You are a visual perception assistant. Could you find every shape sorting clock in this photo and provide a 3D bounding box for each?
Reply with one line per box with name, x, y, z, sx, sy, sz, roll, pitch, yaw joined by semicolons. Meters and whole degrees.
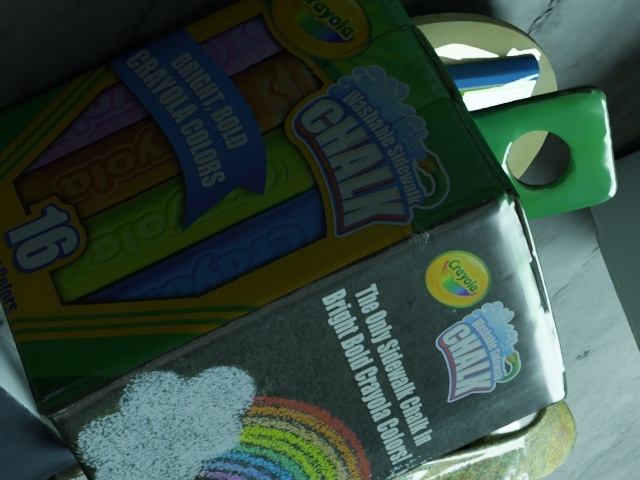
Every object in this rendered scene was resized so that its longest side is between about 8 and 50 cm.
shape sorting clock;0.033;-0.049;1.088;0.206;0.040;0.206;-18;142;-15

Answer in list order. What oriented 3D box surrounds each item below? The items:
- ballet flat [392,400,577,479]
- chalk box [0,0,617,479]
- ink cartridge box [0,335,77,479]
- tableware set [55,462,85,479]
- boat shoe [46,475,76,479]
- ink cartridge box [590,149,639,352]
ballet flat;0.063;0.120;1.359;0.348;0.123;0.123;-8;147;-38
chalk box;0.000;0.000;0.945;0.289;0.179;0.180;-25;142;-4
ink cartridge box;-0.252;0.083;1.013;0.165;0.065;0.333;-29;154;1
tableware set;-0.086;0.104;1.167;0.141;0.020;0.168;-30;-170;-19
boat shoe;-0.177;0.161;1.202;0.049;0.043;0.137;11;-174;9
ink cartridge box;0.318;0.009;1.303;0.232;0.168;0.171;-24;156;15
